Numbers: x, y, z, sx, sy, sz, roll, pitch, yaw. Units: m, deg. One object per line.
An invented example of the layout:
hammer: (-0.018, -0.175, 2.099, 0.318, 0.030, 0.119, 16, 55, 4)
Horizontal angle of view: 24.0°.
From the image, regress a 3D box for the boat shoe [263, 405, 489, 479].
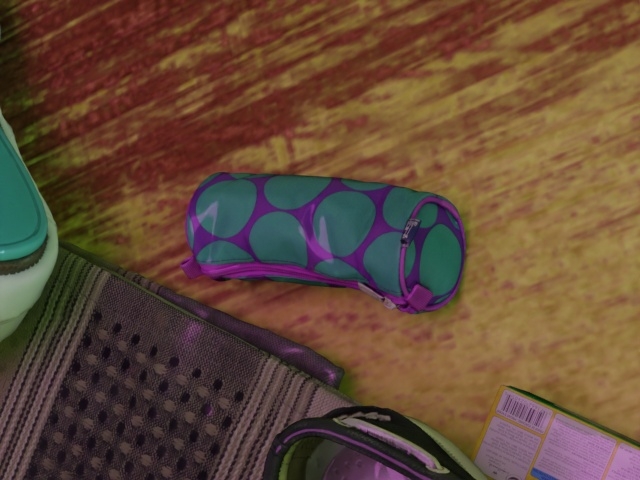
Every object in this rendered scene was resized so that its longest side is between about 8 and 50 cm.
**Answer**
boat shoe: (0.091, 0.187, 0.676, 0.302, 0.091, 0.114, 34, 97, 27)

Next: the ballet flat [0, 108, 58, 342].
ballet flat: (-0.268, -0.085, 0.970, 0.139, 0.139, 0.400, -39, 51, 18)

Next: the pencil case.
pencil case: (0.000, 0.000, 0.834, 0.152, 0.064, 0.070, 7, 58, 32)

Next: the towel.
towel: (-0.117, 0.185, 0.883, 0.312, 0.056, 0.324, 25, 95, 35)

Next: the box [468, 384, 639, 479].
box: (0.105, 0.174, 0.749, 0.105, 0.043, 0.179, 24, 90, 31)
